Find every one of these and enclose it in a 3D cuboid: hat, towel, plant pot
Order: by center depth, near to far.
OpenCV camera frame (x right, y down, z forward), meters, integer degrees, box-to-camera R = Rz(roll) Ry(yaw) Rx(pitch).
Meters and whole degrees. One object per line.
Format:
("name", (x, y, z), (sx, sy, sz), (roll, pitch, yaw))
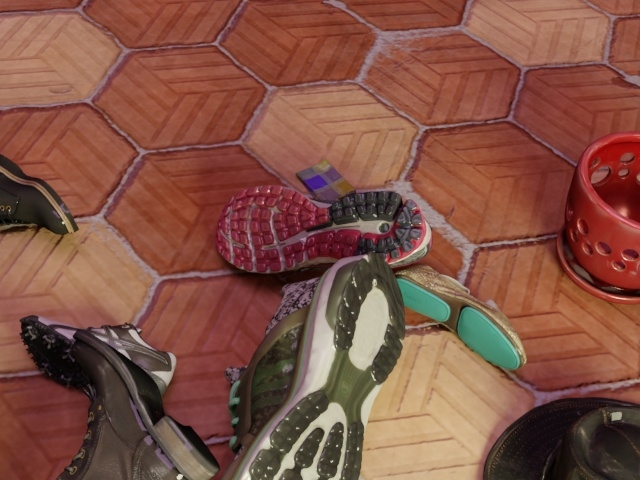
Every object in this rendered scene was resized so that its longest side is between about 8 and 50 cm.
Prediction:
("hat", (0.342, 0.275, 1.060), (0.331, 0.134, 0.331), (3, 47, -3))
("plant pot", (0.416, -0.020, 1.309), (0.191, 0.174, 0.191), (2, 47, -2))
("towel", (0.008, -0.085, 1.450), (0.060, 0.009, 0.083), (-24, 54, -23))

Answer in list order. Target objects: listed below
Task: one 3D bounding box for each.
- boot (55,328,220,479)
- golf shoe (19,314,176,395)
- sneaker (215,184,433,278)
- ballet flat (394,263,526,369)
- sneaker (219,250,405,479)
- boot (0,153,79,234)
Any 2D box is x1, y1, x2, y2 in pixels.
("boot", (-0.254, 0.242, 1.037), (0.229, 0.091, 0.263), (-44, 57, -5))
("golf shoe", (-0.267, 0.135, 1.191), (0.198, 0.077, 0.094), (26, 40, 10))
("sneaker", (0.000, 0.000, 1.309), (0.299, 0.112, 0.120), (4, 77, 20))
("ballet flat", (0.187, 0.088, 1.266), (0.206, 0.073, 0.067), (34, 45, 22))
("sneaker", (-0.045, 0.197, 1.132), (0.182, 0.158, 0.410), (-6, 44, 42))
("boot", (-0.432, -0.029, 1.330), (0.198, 0.077, 0.137), (26, 54, 36))
